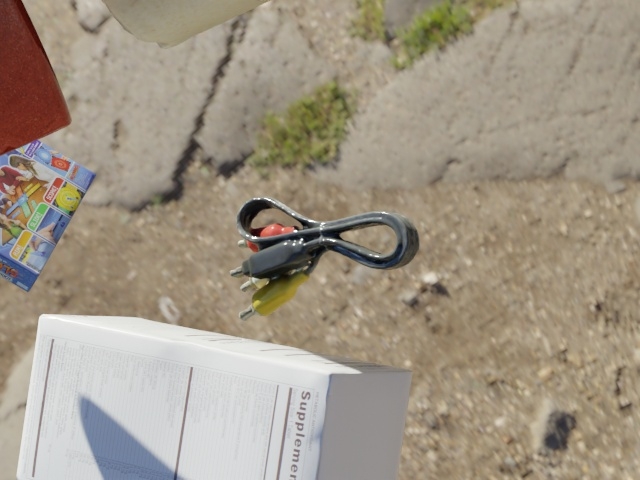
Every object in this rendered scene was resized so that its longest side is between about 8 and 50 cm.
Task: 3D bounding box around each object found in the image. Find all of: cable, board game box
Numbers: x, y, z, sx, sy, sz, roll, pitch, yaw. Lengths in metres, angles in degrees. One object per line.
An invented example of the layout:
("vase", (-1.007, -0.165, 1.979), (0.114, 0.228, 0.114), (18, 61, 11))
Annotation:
("cable", (0.000, 0.000, 1.668), (0.287, 0.072, 0.140), (-16, 70, 34))
("board game box", (-0.367, -0.045, 1.701), (0.035, 0.136, 0.201), (-50, 13, 40))

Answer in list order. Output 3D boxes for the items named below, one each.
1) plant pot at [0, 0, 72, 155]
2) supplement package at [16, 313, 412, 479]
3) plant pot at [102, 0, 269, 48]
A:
("plant pot", (-0.346, -0.147, 0.812), (0.267, 0.236, 0.267), (11, 30, 40))
("supplement package", (-0.076, 0.139, 1.017), (0.244, 0.134, 0.139), (9, 90, 28))
("plant pot", (-0.054, -0.310, 1.054), (0.305, 0.334, 0.334), (-31, 56, 10))
